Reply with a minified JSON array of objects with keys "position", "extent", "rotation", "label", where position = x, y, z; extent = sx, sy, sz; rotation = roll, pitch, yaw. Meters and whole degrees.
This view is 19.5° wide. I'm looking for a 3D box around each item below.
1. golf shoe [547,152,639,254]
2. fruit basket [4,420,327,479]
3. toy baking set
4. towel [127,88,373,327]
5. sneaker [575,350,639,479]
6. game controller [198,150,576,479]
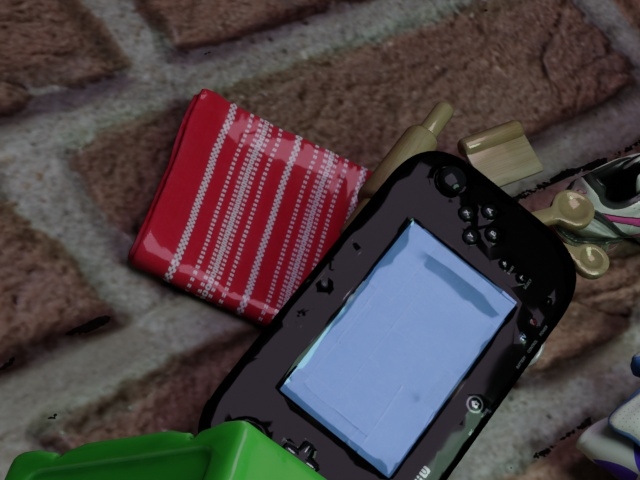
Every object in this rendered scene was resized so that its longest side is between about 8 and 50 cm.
[{"position":[0.279,-0.037,1.579],"extent":[0.186,0.086,0.067],"rotation":[-15,57,-36],"label":"golf shoe"},{"position":[-0.047,0.330,1.049],"extent":[0.392,0.283,0.392],"rotation":[32,53,-54],"label":"fruit basket"},{"position":[0.118,0.000,1.453],"extent":[0.197,0.030,0.256],"rotation":[36,57,10],"label":"toy baking set"},{"position":[0.000,0.000,1.455],"extent":[0.275,0.031,0.199],"rotation":[24,47,-5],"label":"towel"},{"position":[0.295,0.217,1.365],"extent":[0.236,0.130,0.323],"rotation":[13,57,6],"label":"sneaker"},{"position":[0.054,0.080,1.342],"extent":[0.166,0.067,0.319],"rotation":[35,62,8],"label":"game controller"}]
